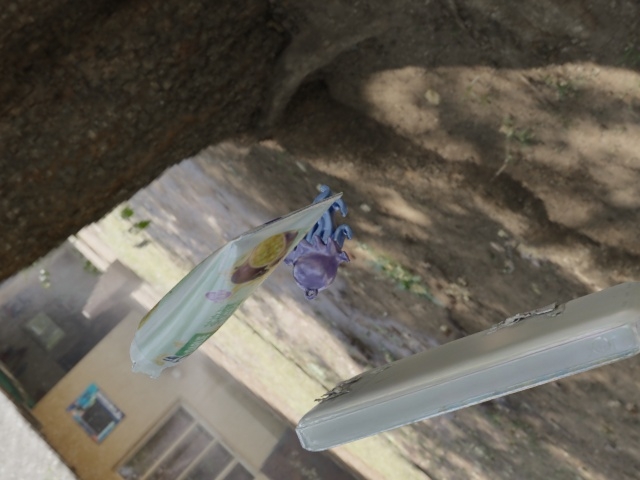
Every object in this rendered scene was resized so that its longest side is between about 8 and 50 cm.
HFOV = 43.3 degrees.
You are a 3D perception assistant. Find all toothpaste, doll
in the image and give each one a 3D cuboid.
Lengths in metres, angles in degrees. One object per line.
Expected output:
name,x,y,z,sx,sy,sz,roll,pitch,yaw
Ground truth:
toothpaste,-0.085,0.041,0.602,0.056,0.058,0.314,24,149,-17
doll,0.000,0.000,1.242,0.109,0.206,0.067,-5,147,26

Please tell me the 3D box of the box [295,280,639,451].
box,0.122,0.099,0.643,0.142,0.285,0.044,-15,-97,-65
